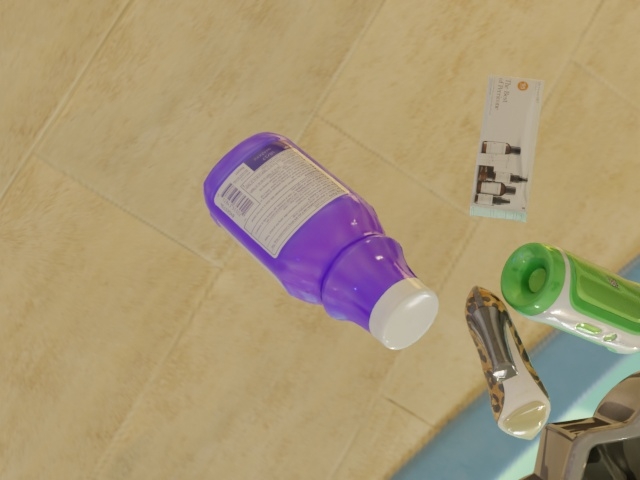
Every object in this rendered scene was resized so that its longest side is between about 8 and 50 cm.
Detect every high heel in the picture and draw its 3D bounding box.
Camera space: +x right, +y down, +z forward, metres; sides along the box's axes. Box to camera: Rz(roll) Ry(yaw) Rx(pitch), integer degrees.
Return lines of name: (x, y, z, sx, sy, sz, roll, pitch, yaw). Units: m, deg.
high heel: (0.301, 0.198, 1.764, 0.093, 0.186, 0.261, -19, 135, 8)

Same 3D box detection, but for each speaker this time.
speaker: (0.431, 0.097, 1.770, 0.296, 0.131, 0.131, 21, 84, -35)

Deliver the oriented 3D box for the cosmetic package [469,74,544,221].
cosmetic package: (0.316, -0.157, 1.837, 0.099, 0.060, 0.239, 8, 76, 8)

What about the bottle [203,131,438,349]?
bottle: (0.000, 0.000, 1.059, 0.118, 0.283, 0.092, -43, 140, -9)

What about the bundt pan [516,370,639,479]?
bundt pan: (0.214, 0.203, 0.549, 0.331, 0.124, 0.331, -1, 94, -7)
